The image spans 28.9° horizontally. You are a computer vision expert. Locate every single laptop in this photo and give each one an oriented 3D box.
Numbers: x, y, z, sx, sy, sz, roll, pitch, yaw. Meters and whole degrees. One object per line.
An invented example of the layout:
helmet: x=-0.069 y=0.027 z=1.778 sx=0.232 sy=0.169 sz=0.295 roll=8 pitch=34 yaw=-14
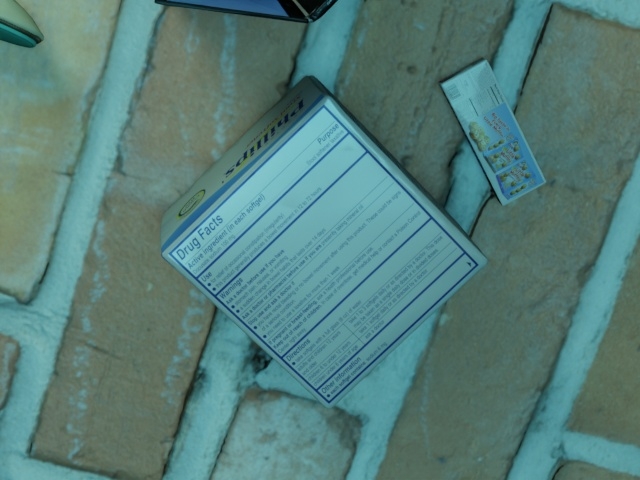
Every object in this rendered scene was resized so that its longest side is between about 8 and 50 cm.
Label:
laptop: x=-0.039 y=-0.319 z=1.336 sx=0.136 sy=0.234 sz=0.264 roll=42 pitch=99 yaw=-18

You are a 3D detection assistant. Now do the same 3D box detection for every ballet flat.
ballet flat: x=-0.424 y=-0.286 z=1.383 sx=0.248 sy=0.086 sz=0.086 roll=15 pitch=105 yaw=-11

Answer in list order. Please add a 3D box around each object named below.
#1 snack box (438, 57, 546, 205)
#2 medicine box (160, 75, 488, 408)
snack box: x=0.213 y=-0.133 z=1.538 sx=0.064 sy=0.022 sz=0.178 roll=-29 pitch=108 yaw=1
medicine box: x=0.000 y=0.000 z=1.485 sx=0.263 sy=0.149 sz=0.289 roll=-43 pitch=107 yaw=7
